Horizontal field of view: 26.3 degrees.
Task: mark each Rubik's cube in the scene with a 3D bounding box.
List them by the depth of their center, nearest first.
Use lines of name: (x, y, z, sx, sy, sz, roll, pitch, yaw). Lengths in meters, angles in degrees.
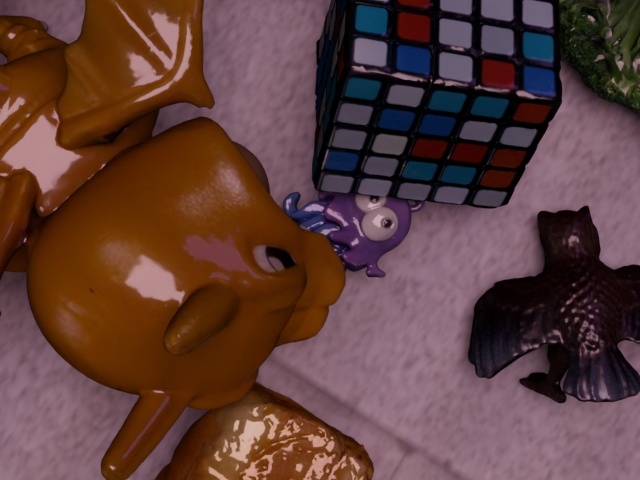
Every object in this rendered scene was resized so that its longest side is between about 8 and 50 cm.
Rubik's cube: (0.097, -0.153, 1.191, 0.187, 0.182, 0.184, 6, 59, -8)

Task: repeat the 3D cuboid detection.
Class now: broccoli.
broccoli: (0.342, -0.223, 1.241, 0.262, 0.241, 0.269, -24, 57, 10)

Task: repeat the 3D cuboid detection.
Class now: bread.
bread: (-0.085, 0.270, 1.175, 0.167, 0.132, 0.294, 29, 80, -4)

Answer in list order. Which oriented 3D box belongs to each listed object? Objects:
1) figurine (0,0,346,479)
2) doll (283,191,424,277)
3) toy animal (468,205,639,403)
figurine: (-0.205, -0.014, 1.118, 0.387, 0.268, 0.401, 41, 67, 16)
doll: (0.000, 0.000, 1.250, 0.206, 0.067, 0.110, -24, 80, 3)
toy animal: (0.240, 0.056, 1.245, 0.219, 0.116, 0.179, -6, 85, -1)
